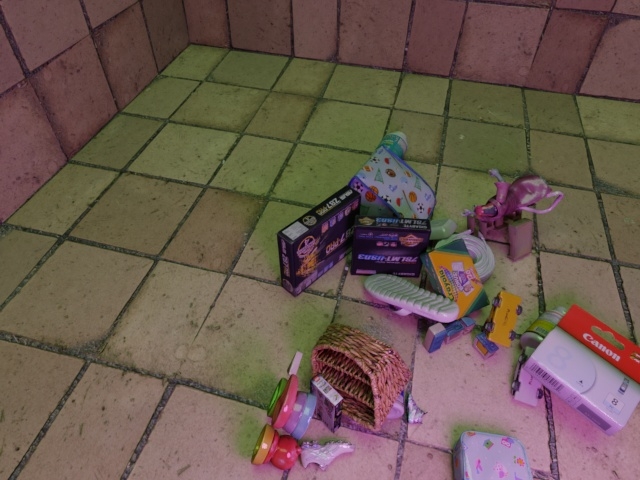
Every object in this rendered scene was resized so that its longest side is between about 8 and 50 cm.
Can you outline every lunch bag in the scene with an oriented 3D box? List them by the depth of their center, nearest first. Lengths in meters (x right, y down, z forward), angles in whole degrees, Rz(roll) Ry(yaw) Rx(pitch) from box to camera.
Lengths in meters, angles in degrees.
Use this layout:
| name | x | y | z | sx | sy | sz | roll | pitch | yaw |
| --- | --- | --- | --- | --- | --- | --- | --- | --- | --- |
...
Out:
| name | x | y | z | sx | sy | sz | roll | pitch | yaw |
| --- | --- | --- | --- | --- | --- | --- | --- | --- | --- |
| lunch bag | 0.512 | 0.716 | 1.365 | 0.224 | 0.108 | 0.279 | 8 | 48 | 0 |
| lunch bag | 0.319 | -0.185 | 2.128 | 0.385 | 0.239 | 0.328 | 37 | 51 | 2 |

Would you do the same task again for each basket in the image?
| name | x | y | z | sx | sy | sz | roll | pitch | yaw |
| --- | --- | --- | --- | --- | --- | --- | --- | --- | --- |
| basket | 0.095 | 0.417 | 1.481 | 0.299 | 0.213 | 0.223 | 13 | 56 | 47 |

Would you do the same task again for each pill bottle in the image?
| name | x | y | z | sx | sy | sz | roll | pitch | yaw |
| --- | --- | --- | --- | --- | --- | --- | --- | --- | --- |
| pill bottle | 0.228 | 0.489 | 1.574 | 0.112 | 0.112 | 0.187 | 7 | 46 | 5 |
| pill bottle | 0.844 | 0.336 | 1.727 | 0.215 | 0.117 | 0.117 | -32 | 55 | -28 |
| pill bottle | 0.371 | -0.472 | 2.469 | 0.146 | 0.146 | 0.264 | 20 | 49 | 17 |

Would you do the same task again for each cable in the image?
| name | x | y | z | sx | sy | sz | roll | pitch | yaw |
| --- | --- | --- | --- | --- | --- | --- | --- | --- | --- |
| cable | 0.607 | 0.080 | 1.988 | 0.257 | 0.089 | 0.257 | -9 | 48 | -9 |

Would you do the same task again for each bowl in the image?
| name | x | y | z | sx | sy | sz | roll | pitch | yaw |
| --- | --- | --- | --- | --- | --- | --- | --- | --- | --- |
| bowl | 0.525 | -0.055 | 2.084 | 0.142 | 0.053 | 0.142 | -4 | 22 | 42 |

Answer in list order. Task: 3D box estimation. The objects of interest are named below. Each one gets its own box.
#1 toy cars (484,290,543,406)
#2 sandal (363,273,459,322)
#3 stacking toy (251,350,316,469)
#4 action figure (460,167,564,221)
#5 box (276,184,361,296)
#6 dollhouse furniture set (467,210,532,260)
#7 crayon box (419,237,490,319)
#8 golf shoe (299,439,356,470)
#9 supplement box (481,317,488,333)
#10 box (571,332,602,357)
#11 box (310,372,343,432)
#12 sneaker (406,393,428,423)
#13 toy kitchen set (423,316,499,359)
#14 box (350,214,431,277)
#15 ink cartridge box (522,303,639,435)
| name | x | y | z | sx | sy | sz | roll | pitch | yaw |
| --- | --- | --- | --- | --- | --- | --- | --- | --- | --- |
| toy cars | 0.679 | 0.375 | 1.643 | 0.176 | 0.087 | 0.394 | -19 | 78 | -8 |
| sandal | 0.330 | 0.241 | 1.806 | 0.169 | 0.102 | 0.416 | -20 | 29 | -38 |
| stacking toy | -0.081 | 0.529 | 1.440 | 0.130 | 0.309 | 0.279 | 24 | 32 | -4 |
| action figure | 0.789 | -0.148 | 1.996 | 0.370 | 0.248 | 0.276 | -25 | 57 | -30 |
| box | 0.000 | 0.000 | 1.895 | 0.097 | 0.318 | 0.395 | 35 | 54 | 27 |
| dollhouse furniture set | 0.820 | -0.040 | 2.103 | 0.212 | 0.161 | 0.242 | -20 | 28 | -19 |
| crayon box | 0.521 | 0.152 | 1.819 | 0.165 | 0.081 | 0.279 | -21 | 87 | -16 |
| golf shoe | 0.023 | 0.665 | 1.450 | 0.176 | 0.069 | 0.086 | -3 | 66 | 0 |
| supplement box | 0.640 | 0.333 | 1.749 | 0.043 | 0.083 | 0.055 | -5 | 47 | -5 |
| box | 0.906 | 0.444 | 1.627 | 0.103 | 0.114 | 0.203 | 16 | 47 | 11 |
| box | 0.017 | 0.517 | 1.477 | 0.036 | 0.207 | 0.114 | -33 | 55 | -28 |
| sneaker | 0.324 | 0.564 | 1.559 | 0.069 | 0.038 | 0.098 | 5 | 56 | 1 |
| toy kitchen set | 0.510 | 0.368 | 1.687 | 0.207 | 0.122 | 0.166 | -21 | 50 | -19 |
| box | 0.275 | 0.031 | 1.887 | 0.295 | 0.293 | 0.073 | 3 | 45 | 2 |
| ink cartridge box | 0.904 | 0.389 | 1.538 | 0.385 | 0.091 | 0.308 | -35 | 59 | -29 |
